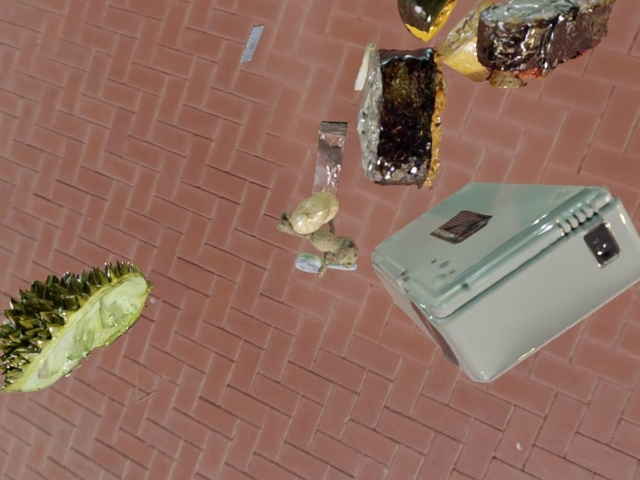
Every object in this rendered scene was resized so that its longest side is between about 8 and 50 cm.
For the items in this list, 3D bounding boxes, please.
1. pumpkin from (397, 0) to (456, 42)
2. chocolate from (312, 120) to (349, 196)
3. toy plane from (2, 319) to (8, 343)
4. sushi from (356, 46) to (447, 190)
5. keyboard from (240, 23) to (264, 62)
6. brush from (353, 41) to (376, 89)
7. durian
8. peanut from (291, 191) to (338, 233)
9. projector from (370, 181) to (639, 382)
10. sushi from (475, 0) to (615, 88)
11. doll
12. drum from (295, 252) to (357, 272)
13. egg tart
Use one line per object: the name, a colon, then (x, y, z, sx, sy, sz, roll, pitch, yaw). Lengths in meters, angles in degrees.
pumpkin: (0.206, -0.471, 0.875, 0.107, 0.183, 0.119, 34, 105, 4)
chocolate: (0.034, -0.319, 1.750, 0.111, 0.112, 0.321, 11, 134, 2)
toy plane: (-0.595, 0.174, 1.028, 0.229, 0.244, 0.092, -15, 97, 52)
sushi: (0.202, -0.310, 1.138, 0.207, 0.234, 0.349, -3, 120, -5)
keyboard: (-0.272, -0.775, 1.757, 0.014, 0.055, 0.176, 50, 142, 6)
brush: (0.155, -0.614, 1.567, 0.033, 0.030, 0.179, 4, 136, -15)
durian: (-0.457, 0.149, 0.903, 0.163, 0.394, 0.198, -12, 98, 15)
peanut: (-0.013, -0.067, 1.062, 0.082, 0.187, 0.082, 6, 109, 18)
projector: (0.167, 0.019, 0.483, 0.192, 0.257, 0.099, -35, 101, 0)
sushi: (0.509, -0.471, 1.021, 0.343, 0.196, 0.182, -26, 123, -12)
doll: (0.004, -0.013, 1.430, 0.286, 0.203, 0.091, 45, 132, -8)
drum: (0.022, 0.102, 1.778, 0.253, 0.130, 0.049, 9, 70, 11)
egg tart: (0.450, -0.550, 1.269, 0.147, 0.202, 0.202, 36, 101, -23)
